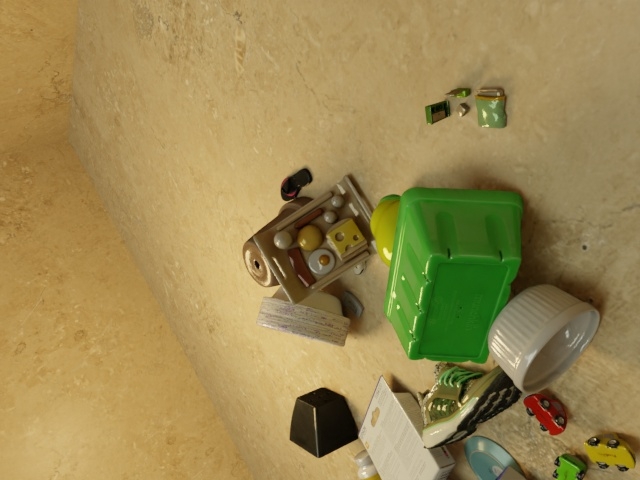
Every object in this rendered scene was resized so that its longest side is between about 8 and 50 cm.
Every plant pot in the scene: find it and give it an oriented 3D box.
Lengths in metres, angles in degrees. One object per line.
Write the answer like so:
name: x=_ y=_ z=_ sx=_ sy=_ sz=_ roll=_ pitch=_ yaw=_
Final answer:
plant pot: x=-0.099 y=0.028 z=1.631 sx=0.263 sy=0.229 sz=0.263 roll=32 pitch=135 yaw=38
plant pot: x=0.004 y=0.642 z=1.975 sx=0.188 sy=0.187 sz=0.167 roll=5 pitch=103 yaw=53

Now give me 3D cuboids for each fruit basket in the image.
fruit basket: x=0.254 y=0.031 z=1.184 sx=0.392 sy=0.282 sz=0.393 roll=-177 pitch=90 yaw=-90

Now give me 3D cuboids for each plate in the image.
plate: x=0.456 y=0.609 z=1.451 sx=0.188 sy=0.024 sz=0.188 roll=34 pitch=137 yaw=39

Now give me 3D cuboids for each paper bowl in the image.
paper bowl: x=-0.046 y=0.227 z=1.690 sx=0.284 sy=0.284 sz=0.148 roll=-3 pitch=69 yaw=55

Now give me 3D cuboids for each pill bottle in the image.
pill bottle: x=0.192 y=0.824 z=1.894 sx=0.184 sy=0.103 sz=0.103 roll=62 pitch=147 yaw=2

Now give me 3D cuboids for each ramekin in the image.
ramekin: x=0.418 y=0.181 z=1.046 sx=0.109 sy=0.207 sz=0.207 roll=44 pitch=143 yaw=41

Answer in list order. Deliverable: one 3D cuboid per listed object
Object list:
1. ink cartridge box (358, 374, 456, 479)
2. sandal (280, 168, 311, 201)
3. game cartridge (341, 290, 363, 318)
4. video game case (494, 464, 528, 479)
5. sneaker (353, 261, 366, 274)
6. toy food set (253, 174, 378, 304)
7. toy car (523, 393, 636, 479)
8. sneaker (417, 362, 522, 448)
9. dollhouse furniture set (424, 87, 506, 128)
ink cartridge box: x=0.247 y=0.628 z=1.654 sx=0.330 sy=0.071 sz=0.324 roll=-121 pitch=34 yaw=-44
sandal: x=-0.087 y=-0.167 z=1.648 sx=0.067 sy=0.040 sz=0.179 roll=62 pitch=147 yaw=2
game cartridge: x=0.098 y=0.193 z=1.666 sx=0.083 sy=0.017 sz=0.056 roll=45 pitch=147 yaw=26
video game case: x=0.521 y=0.731 z=1.387 sx=0.244 sy=0.061 sz=0.270 roll=37 pitch=139 yaw=25
sneaker: x=0.105 y=0.058 z=1.537 sx=0.040 sy=0.043 sz=0.109 roll=39 pitch=142 yaw=29
toy food set: x=0.000 y=0.000 z=1.458 sx=0.220 sy=0.306 sz=0.092 roll=58 pitch=-170 yaw=6
toy car: x=0.552 y=0.457 z=1.185 sx=0.239 sy=0.053 sz=0.225 roll=27 pitch=133 yaw=44
sneaker: x=0.338 y=0.377 z=1.363 sx=0.182 sy=0.158 sz=0.410 roll=65 pitch=147 yaw=31
dollhouse furniture set: x=0.280 y=-0.253 z=1.060 sx=0.151 sy=0.058 sz=0.076 roll=18 pitch=127 yaw=48
